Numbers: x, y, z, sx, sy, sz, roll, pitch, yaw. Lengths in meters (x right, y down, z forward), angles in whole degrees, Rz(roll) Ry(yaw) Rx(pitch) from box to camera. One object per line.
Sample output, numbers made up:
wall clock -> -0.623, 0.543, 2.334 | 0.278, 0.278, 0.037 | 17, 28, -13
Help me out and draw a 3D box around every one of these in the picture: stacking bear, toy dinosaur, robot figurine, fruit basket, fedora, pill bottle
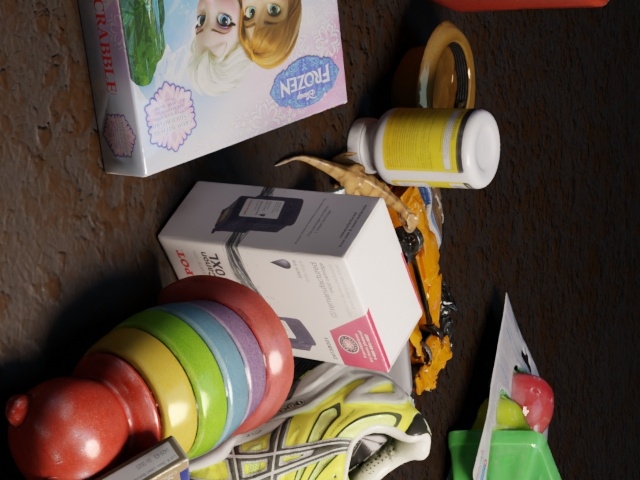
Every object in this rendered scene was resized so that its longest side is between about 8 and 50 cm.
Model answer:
stacking bear -> -0.175, 0.153, 1.359 | 0.289, 0.164, 0.175 | -25, 93, -46
toy dinosaur -> 0.035, -0.081, 1.774 | 0.211, 0.112, 0.064 | 26, 93, -17
robot figurine -> 0.109, 0.081, 1.919 | 0.211, 0.085, 0.291 | -47, 132, -48
fruit basket -> 0.304, 0.319, 2.268 | 0.327, 0.165, 0.353 | 63, 26, -43
fedora -> 0.150, -0.208, 1.959 | 0.194, 0.079, 0.194 | -19, 112, -58
pill bottle -> 0.132, -0.121, 1.830 | 0.103, 0.184, 0.103 | -13, 105, -60

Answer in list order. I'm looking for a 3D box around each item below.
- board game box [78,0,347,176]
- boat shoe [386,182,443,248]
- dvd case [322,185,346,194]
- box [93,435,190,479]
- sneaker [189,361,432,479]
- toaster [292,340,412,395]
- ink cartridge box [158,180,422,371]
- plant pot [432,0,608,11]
board game box -> -0.109, -0.260, 1.453 | 0.319, 0.066, 0.318 | -26, 116, -44
boat shoe -> 0.134, -0.060, 1.975 | 0.183, 0.066, 0.066 | 75, 29, -48
dvd case -> 0.000, 0.000, 1.734 | 0.087, 0.013, 0.119 | -17, 115, -13
box -> -0.185, 0.282, 1.338 | 0.136, 0.036, 0.225 | -29, 151, -21
sneaker -> -0.046, 0.271, 1.522 | 0.385, 0.147, 0.145 | -39, 132, -20
toaster -> 0.035, 0.163, 1.758 | 0.227, 0.129, 0.146 | -47, 137, -46
ink cartridge box -> -0.032, 0.036, 1.512 | 0.100, 0.237, 0.172 | -57, 140, -36
plant pot -> 0.219, -0.454, 1.892 | 0.236, 0.267, 0.267 | -3, 97, -48
